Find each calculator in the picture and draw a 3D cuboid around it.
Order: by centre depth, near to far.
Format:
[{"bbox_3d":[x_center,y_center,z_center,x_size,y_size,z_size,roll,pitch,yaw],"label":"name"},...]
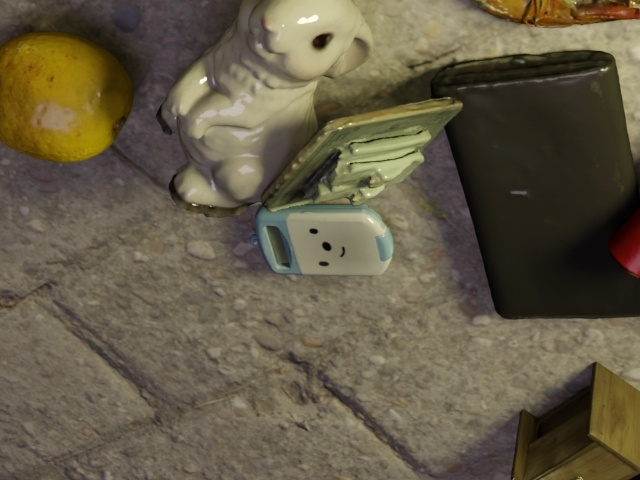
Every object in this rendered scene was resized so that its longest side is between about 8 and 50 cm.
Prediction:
[{"bbox_3d":[0.000,0.000,1.819,0.210,0.039,0.121,1,130,18],"label":"calculator"}]

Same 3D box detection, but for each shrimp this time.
[{"bbox_3d":[0.291,-0.284,1.453,0.294,0.062,0.154,15,147,7],"label":"shrimp"}]

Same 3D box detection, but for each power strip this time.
[{"bbox_3d":[0.057,-0.086,1.553,0.064,0.213,0.198,64,145,16],"label":"power strip"}]

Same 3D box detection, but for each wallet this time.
[{"bbox_3d":[0.294,-0.057,1.659,0.229,0.062,0.406,-4,131,21],"label":"wallet"}]

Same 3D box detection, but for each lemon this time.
[{"bbox_3d":[-0.343,-0.185,1.669,0.207,0.170,0.170,15,134,9],"label":"lemon"}]

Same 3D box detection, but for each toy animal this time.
[{"bbox_3d":[-0.053,-0.186,1.552,0.258,0.193,0.357,-4,151,-36],"label":"toy animal"}]

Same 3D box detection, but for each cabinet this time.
[{"bbox_3d":[0.421,0.324,1.909,0.215,0.148,0.175,35,132,-14],"label":"cabinet"}]

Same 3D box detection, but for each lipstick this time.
[{"bbox_3d":[0.444,-0.057,1.557,0.080,0.080,0.241,29,119,-9],"label":"lipstick"}]
